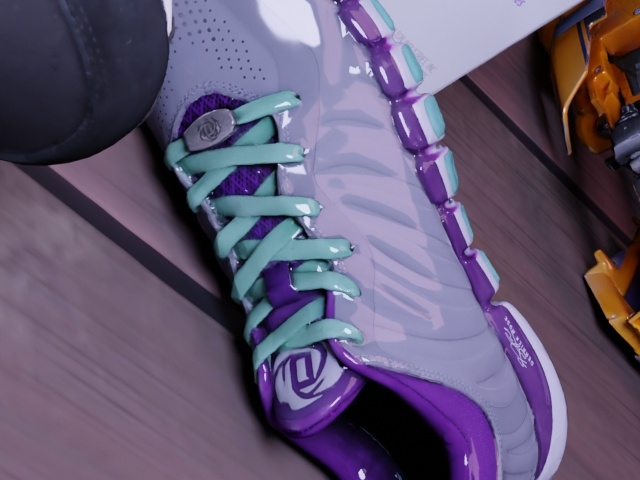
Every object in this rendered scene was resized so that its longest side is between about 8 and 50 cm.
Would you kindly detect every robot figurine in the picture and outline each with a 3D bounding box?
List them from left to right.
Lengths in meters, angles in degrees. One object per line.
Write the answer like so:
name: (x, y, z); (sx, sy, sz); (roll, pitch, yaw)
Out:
robot figurine: (0.186, -0.015, 0.999); (0.211, 0.085, 0.291); (46, 25, -29)

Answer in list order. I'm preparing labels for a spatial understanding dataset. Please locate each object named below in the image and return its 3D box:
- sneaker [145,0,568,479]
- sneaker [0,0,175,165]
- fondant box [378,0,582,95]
sneaker: (0.000, 0.000, 0.591); (0.223, 0.083, 0.098); (56, 27, -9)
sneaker: (-0.147, -0.069, 0.375); (0.283, 0.107, 0.124); (36, 45, -36)
fondant box: (0.074, -0.211, 0.684); (0.238, 0.330, 0.096); (41, 28, -39)
